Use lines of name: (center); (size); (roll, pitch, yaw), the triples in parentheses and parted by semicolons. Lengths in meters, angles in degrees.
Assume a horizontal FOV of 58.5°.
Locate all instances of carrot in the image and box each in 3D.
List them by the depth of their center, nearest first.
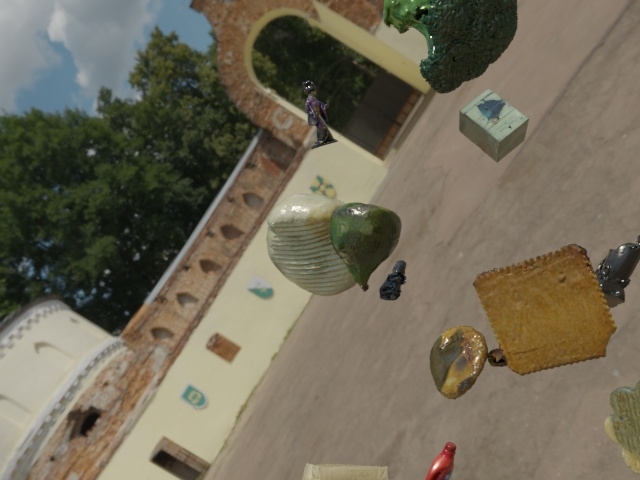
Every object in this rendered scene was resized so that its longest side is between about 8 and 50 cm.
carrot: (0.671, 0.366, 1.902); (0.229, 0.069, 0.069); (-24, 15, 20)

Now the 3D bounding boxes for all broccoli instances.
broccoli: (0.272, -0.466, 1.229); (0.297, 0.297, 0.297); (-43, -38, -46)

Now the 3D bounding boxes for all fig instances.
fig: (0.111, 0.019, 1.565); (0.203, 0.203, 0.235); (177, 106, -88)

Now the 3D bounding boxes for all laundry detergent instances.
laundry detergent: (0.306, 0.598, 1.476); (0.097, 0.049, 0.165); (6, -75, -45)

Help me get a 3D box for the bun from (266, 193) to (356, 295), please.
bun: (0.000, 0.000, 1.883); (0.365, 0.365, 0.219); (-57, 2, 38)

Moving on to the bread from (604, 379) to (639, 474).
bread: (0.886, 0.499, 1.463); (0.054, 0.316, 0.316); (-16, -25, -33)

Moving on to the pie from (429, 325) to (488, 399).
pie: (0.471, 0.413, 1.958); (0.273, 0.069, 0.273); (-44, 30, 34)

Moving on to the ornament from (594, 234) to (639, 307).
ornament: (0.881, 0.075, 1.706); (0.260, 0.106, 0.251); (-57, -15, -11)

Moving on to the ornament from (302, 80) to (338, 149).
ornament: (-0.003, -0.377, 1.702); (0.088, 0.081, 0.203); (-115, 16, -83)

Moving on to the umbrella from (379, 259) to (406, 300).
umbrella: (0.265, 0.127, 1.994); (0.224, 0.080, 0.071); (-52, -42, -58)

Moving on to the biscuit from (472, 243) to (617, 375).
biscuit: (0.451, 0.145, 1.148); (0.232, 0.236, 0.013); (-22, 4, 29)

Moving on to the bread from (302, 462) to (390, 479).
bread: (0.048, 0.480, 1.120); (0.105, 0.152, 0.077); (128, 147, -65)

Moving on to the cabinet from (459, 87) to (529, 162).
cabinet: (0.646, -0.435, 2.150); (0.145, 0.206, 0.150); (-39, -26, -6)
